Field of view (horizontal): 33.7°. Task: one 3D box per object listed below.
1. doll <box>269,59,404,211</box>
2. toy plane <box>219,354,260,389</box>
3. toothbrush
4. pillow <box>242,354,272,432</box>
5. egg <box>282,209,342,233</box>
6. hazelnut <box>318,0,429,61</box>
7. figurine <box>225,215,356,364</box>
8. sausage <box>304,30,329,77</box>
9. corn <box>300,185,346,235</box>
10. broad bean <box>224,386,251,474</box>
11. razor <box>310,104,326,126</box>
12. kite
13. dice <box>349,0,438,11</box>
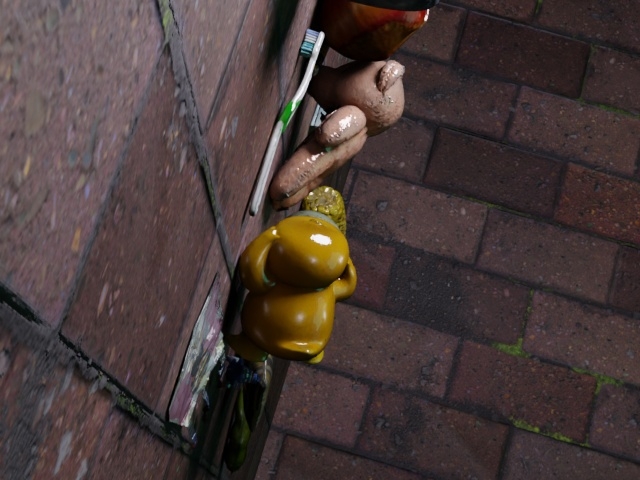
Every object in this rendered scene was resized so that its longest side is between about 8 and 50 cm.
[{"bbox_3d":[0.003,-0.187,1.718,0.303,0.156,0.201,-43,177,-15],"label":"doll"},{"bbox_3d":[-0.136,0.228,1.769,0.167,0.062,0.054,135,-27,-76],"label":"toy plane"},{"bbox_3d":[-0.049,-0.172,1.515,0.030,0.030,0.304,96,11,-72],"label":"toothbrush"},{"bbox_3d":[-0.113,0.213,1.911,0.208,0.052,0.212,107,-16,-55],"label":"pillow"},{"bbox_3d":[-0.023,0.017,1.903,0.182,0.141,0.141,-86,-170,-63],"label":"egg"},{"bbox_3d":[0.074,-0.364,1.628,0.204,0.177,0.178,-134,-120,-88],"label":"hazelnut"},{"bbox_3d":[-0.039,0.077,1.612,0.215,0.215,0.228,18,75,-87],"label":"figurine"},{"bbox_3d":[0.005,-0.322,1.716,0.198,0.025,0.028,-71,178,-45],"label":"sausage"},{"bbox_3d":[0.000,0.000,2.421,0.363,0.120,0.120,97,10,-62],"label":"corn"},{"bbox_3d":[-0.165,0.395,2.169,0.065,0.046,0.255,-92,-167,-57],"label":"broad bean"},{"bbox_3d":[0.015,-0.226,2.113,0.232,0.068,0.106,111,-3,-73],"label":"razor"},{"bbox_3d":[-0.163,0.191,1.471,0.360,0.022,0.204,97,11,-66],"label":"kite"},{"bbox_3d":[0.079,-0.392,1.293,0.181,0.183,0.182,-65,168,-61],"label":"dice"}]
